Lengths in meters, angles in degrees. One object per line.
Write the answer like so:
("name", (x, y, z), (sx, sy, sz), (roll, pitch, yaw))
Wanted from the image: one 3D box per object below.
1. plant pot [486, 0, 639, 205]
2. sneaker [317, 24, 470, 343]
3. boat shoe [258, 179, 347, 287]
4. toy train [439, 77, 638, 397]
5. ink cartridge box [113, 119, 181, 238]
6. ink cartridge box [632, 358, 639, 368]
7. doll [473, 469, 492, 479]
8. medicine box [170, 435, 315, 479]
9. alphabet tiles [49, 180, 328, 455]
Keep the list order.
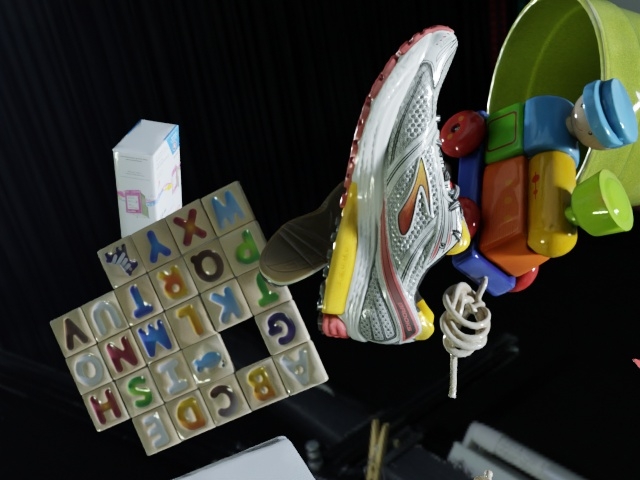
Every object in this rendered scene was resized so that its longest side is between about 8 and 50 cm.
("plant pot", (0.516, -0.209, 1.256), (0.352, 0.367, 0.366), (2, -158, -13))
("sneaker", (0.063, -0.035, 0.531), (0.092, 0.226, 0.088), (12, -166, 6))
("boat shoe", (0.000, 0.000, 0.693), (0.056, 0.049, 0.152), (41, -127, 15))
("toy train", (0.168, -0.006, 0.576), (0.143, 0.105, 0.248), (-21, -132, 42))
("ink cartridge box", (-0.205, -0.070, 0.911), (0.052, 0.123, 0.089), (9, -146, 6))
("ink cartridge box", (0.504, 0.220, 0.898), (0.180, 0.056, 0.225), (17, -148, -30))
("doll", (0.295, 0.479, 1.375), (0.046, 0.189, 0.129), (5, -120, 13))
("medicine box", (-0.067, 0.392, 0.737), (0.149, 0.289, 0.263), (-12, -129, -40))
("alphabet tiles", (-0.137, 0.084, 0.711), (0.237, 0.198, 0.009), (-25, 178, 14))
